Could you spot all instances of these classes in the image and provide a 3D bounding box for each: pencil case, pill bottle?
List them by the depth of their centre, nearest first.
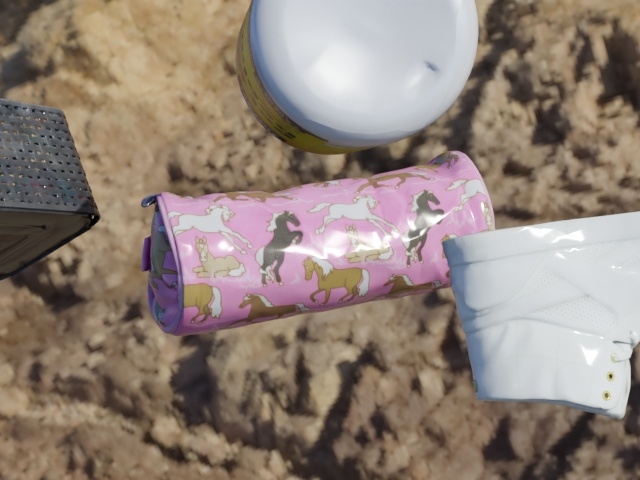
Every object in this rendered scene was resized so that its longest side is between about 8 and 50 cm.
[{"bbox_3d":[0.011,-0.109,0.718,0.117,0.117,0.215,-24,4,-5],"label":"pill bottle"},{"bbox_3d":[0.000,0.000,1.366,0.386,0.160,0.167,-9,65,-17],"label":"pencil case"}]

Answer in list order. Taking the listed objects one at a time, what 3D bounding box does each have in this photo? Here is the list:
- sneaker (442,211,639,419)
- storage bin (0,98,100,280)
[{"bbox_3d":[0.256,0.062,1.046,0.292,0.169,0.108,-8,-5,-5],"label":"sneaker"},{"bbox_3d":[-0.248,-0.030,0.816,0.122,0.084,0.180,-28,-14,27],"label":"storage bin"}]
